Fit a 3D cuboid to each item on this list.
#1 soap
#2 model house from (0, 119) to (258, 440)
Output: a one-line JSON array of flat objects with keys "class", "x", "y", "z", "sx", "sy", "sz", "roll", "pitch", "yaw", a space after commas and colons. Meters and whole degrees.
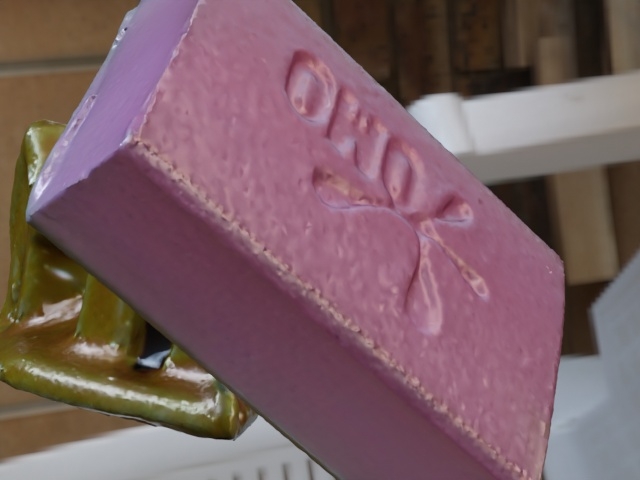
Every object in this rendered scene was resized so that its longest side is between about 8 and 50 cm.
[{"class": "soap", "x": 0.001, "y": -0.001, "z": 0.767, "sx": 0.081, "sy": 0.259, "sz": 0.181, "roll": -34, "pitch": 23, "yaw": 33}, {"class": "model house", "x": -0.122, "y": -0.007, "z": 1.077, "sx": 0.268, "sy": 0.173, "sz": 0.239, "roll": 9, "pitch": 94, "yaw": 26}]
